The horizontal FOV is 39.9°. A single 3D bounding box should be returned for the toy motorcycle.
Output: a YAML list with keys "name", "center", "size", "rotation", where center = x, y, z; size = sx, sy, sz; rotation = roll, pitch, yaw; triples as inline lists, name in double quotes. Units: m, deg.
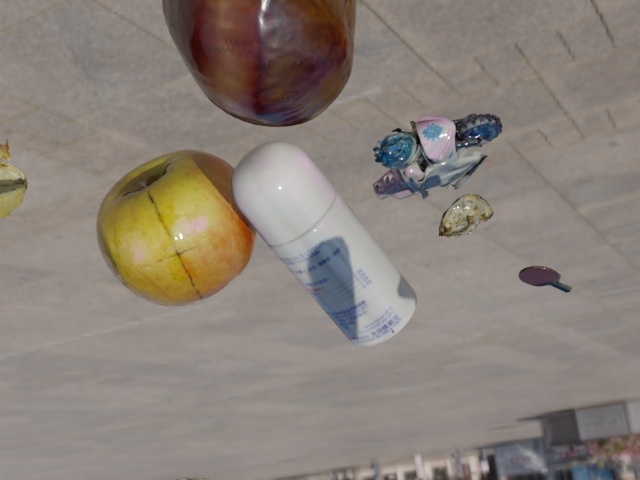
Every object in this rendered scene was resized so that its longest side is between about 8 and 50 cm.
- name: "toy motorcycle"
  center: [0.143, -0.130, 1.371]
  size: [0.204, 0.108, 0.239]
  rotation: [-5, 143, -38]

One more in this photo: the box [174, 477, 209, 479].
- name: "box"
  center: [-0.112, 0.334, 0.671]
  size: [0.168, 0.259, 0.071]
  rotation: [-31, 159, 6]

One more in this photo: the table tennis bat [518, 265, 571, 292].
- name: "table tennis bat"
  center: [0.307, 0.053, 1.196]
  size: [0.083, 0.007, 0.050]
  rotation: [23, 147, -24]

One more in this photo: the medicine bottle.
- name: "medicine bottle"
  center: [0.000, 0.000, 1.292]
  size: [0.130, 0.130, 0.341]
  rotation: [-20, 122, 37]

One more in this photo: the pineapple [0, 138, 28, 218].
- name: "pineapple"
  center: [-0.385, -0.055, 0.782]
  size: [0.236, 0.186, 0.114]
  rotation: [27, 119, -35]

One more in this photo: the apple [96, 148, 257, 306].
- name: "apple"
  center: [-0.246, -0.019, 1.540]
  size: [0.285, 0.286, 0.233]
  rotation: [-13, 120, 21]

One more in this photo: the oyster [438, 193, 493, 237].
- name: "oyster"
  center: [0.201, -0.030, 1.245]
  size: [0.083, 0.054, 0.019]
  rotation: [-35, 152, -10]

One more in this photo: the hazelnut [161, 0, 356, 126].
- name: "hazelnut"
  center: [-0.052, -0.185, 0.748]
  size: [0.177, 0.178, 0.204]
  rotation: [-9, 151, 8]
